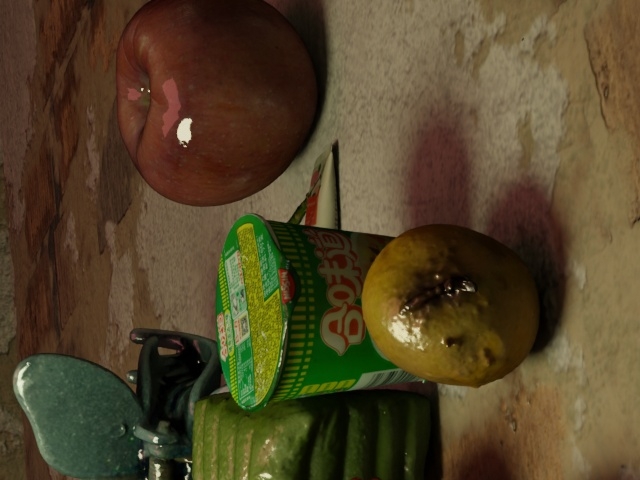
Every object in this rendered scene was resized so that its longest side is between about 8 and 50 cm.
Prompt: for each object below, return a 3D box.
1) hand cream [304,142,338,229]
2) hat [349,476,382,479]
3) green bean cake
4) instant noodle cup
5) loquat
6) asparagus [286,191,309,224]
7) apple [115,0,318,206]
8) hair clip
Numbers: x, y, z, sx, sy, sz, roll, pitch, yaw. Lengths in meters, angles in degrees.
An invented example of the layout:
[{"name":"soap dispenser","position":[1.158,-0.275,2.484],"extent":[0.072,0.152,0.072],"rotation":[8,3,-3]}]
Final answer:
[{"name":"hand cream","position":[0.000,0.000,2.202],"extent":[0.080,0.050,0.234],"rotation":[142,132,-68]},{"name":"hat","position":[0.071,0.422,1.829],"extent":[0.400,0.285,0.285],"rotation":[63,-163,-65]},{"name":"green bean cake","position":[-0.008,0.226,1.961],"extent":[0.248,0.222,0.125],"rotation":[165,107,-65]},{"name":"instant noodle cup","position":[0.032,0.075,1.844],"extent":[0.207,0.232,0.207],"rotation":[-179,90,-68]},{"name":"loquat","position":[0.128,0.061,1.711],"extent":[0.204,0.172,0.149],"rotation":[-5,-67,-74]},{"name":"asparagus","position":[-0.030,-0.030,2.310],"extent":[0.018,0.015,0.127],"rotation":[70,152,24]},{"name":"apple","position":[-0.133,-0.187,2.286],"extent":[0.306,0.235,0.306],"rotation":[178,90,-68]},{"name":"hair clip","position":[-0.198,0.289,2.398],"extent":[0.238,0.392,0.318],"rotation":[-68,-18,-78]}]
